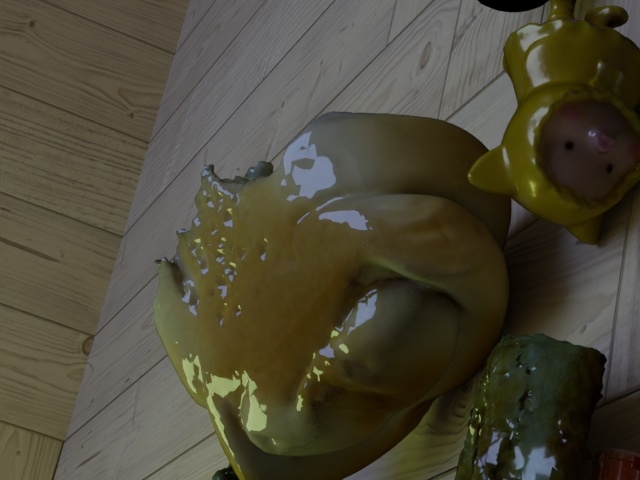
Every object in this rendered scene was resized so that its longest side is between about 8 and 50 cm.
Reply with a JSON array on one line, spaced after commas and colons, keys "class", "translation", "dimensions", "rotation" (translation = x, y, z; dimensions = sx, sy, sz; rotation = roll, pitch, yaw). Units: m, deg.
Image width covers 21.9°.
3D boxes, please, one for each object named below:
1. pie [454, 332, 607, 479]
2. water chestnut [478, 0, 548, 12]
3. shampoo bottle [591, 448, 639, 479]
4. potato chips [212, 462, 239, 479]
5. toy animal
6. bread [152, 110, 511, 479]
[{"class": "pie", "translation": [0.141, 0.226, 1.364], "dimensions": [0.354, 0.103, 0.288], "rotation": [115, 179, -73]}, {"class": "water chestnut", "translation": [0.200, -0.389, 1.754], "dimensions": [0.244, 0.289, 0.289], "rotation": [-42, 14, -9]}, {"class": "shampoo bottle", "translation": [0.213, 0.268, 1.259], "dimensions": [0.108, 0.051, 0.220], "rotation": [135, 152, -64]}, {"class": "potato chips", "translation": [-0.126, 0.447, 1.969], "dimensions": [0.429, 0.070, 0.358], "rotation": [108, 169, -71]}, {"class": "toy animal", "translation": [0.227, -0.122, 1.518], "dimensions": [0.156, 0.156, 0.229], "rotation": [-35, 36, 62]}, {"class": "bread", "translation": [0.011, 0.060, 1.660], "dimensions": [0.424, 0.329, 0.245], "rotation": [-49, 26, 36]}]
